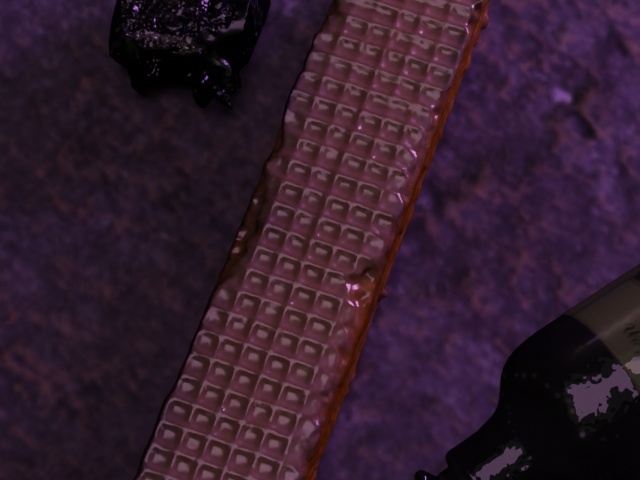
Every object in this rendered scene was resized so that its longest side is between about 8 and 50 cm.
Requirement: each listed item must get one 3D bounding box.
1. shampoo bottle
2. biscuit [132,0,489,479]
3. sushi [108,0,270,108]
[{"bbox_3d":[0.175,0.070,0.949,0.283,0.101,0.101,-32,71,-8],"label":"shampoo bottle"},{"bbox_3d":[0.000,0.000,1.011,0.094,0.054,0.379,18,71,9],"label":"biscuit"},{"bbox_3d":[-0.082,-0.128,1.064,0.083,0.056,0.085,13,70,8],"label":"sushi"}]
